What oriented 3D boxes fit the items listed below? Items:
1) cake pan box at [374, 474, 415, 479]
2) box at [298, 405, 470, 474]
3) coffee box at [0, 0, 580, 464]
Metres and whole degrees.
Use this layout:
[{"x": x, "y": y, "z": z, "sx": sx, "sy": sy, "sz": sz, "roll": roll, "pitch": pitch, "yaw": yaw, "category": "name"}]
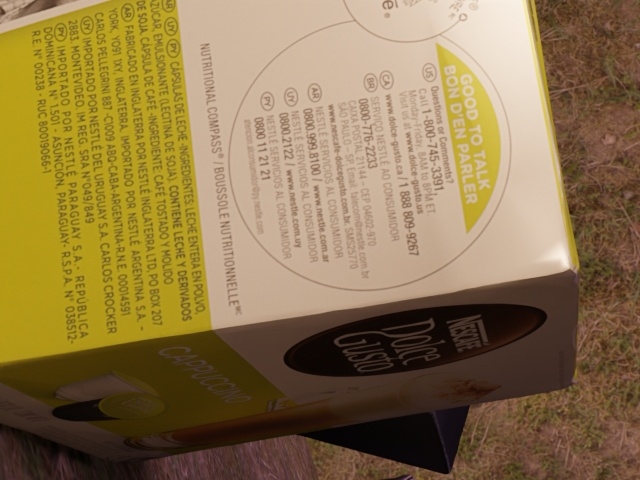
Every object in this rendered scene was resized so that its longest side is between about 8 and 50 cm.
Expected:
[{"x": 0.015, "y": 0.323, "z": 1.056, "sx": 0.266, "sy": 0.070, "sz": 0.246, "roll": -18, "pitch": -87, "yaw": 47, "category": "cake pan box"}, {"x": 0.000, "y": 0.000, "z": 1.071, "sx": 0.183, "sy": 0.296, "sz": 0.294, "roll": 70, "pitch": 36, "yaw": -58, "category": "box"}, {"x": -0.033, "y": -0.071, "z": 0.787, "sx": 0.337, "sy": 0.334, "sz": 0.338, "roll": 57, "pitch": 25, "yaw": -72, "category": "coffee box"}]
